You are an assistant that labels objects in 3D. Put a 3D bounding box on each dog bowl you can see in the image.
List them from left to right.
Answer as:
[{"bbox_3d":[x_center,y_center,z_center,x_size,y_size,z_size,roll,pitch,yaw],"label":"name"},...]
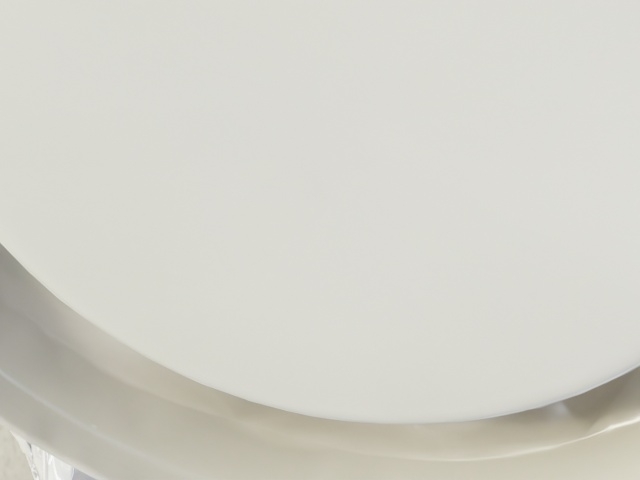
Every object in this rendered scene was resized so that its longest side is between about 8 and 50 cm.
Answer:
[{"bbox_3d":[0.010,-0.062,0.364,0.349,0.102,0.348,7,129,9],"label":"dog bowl"}]

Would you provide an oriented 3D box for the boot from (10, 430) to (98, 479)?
[{"bbox_3d":[-0.218,0.117,1.014,0.095,0.123,0.258,-34,134,-49],"label":"boot"}]
